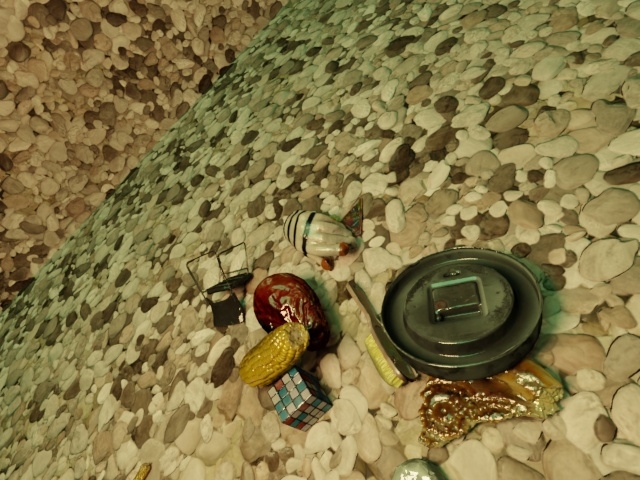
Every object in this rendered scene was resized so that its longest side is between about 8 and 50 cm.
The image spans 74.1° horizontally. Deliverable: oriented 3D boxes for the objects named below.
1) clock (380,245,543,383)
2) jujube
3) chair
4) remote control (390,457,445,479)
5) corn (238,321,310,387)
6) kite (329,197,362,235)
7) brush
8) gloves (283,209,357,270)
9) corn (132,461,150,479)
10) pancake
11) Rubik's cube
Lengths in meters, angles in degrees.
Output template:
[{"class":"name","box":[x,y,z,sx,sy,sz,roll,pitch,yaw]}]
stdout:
[{"class":"clock","box":[0.276,0.137,0.851,0.312,0.061,0.312,-18,34,13]},{"class":"jujube","box":[-0.070,0.182,1.067,0.168,0.168,0.236,-49,48,-4]},{"class":"chair","box":[-0.287,0.137,1.310,0.140,0.221,0.145,-15,8,29]},{"class":"remote control","box":[0.184,0.500,0.711,0.104,0.052,0.247,-29,48,18]},{"class":"corn","box":[-0.118,0.280,0.998,0.310,0.101,0.101,-46,30,51]},{"class":"kite","box":[0.071,-0.047,1.243,0.190,0.010,0.159,-47,41,-3]},{"class":"brush","box":[0.115,0.209,0.977,0.067,0.072,0.313,-48,40,16]},{"class":"gloves","box":[-0.008,-0.009,1.181,0.218,0.131,0.140,23,83,53]},{"class":"corn","box":[-0.482,0.630,1.129,0.028,0.027,0.083,24,74,23]},{"class":"pancake","box":[0.273,0.292,0.792,0.244,0.057,0.266,-52,40,-10]},{"class":"Rubik's cube","box":[-0.047,0.358,0.961,0.092,0.092,0.092,-44,43,1]}]
